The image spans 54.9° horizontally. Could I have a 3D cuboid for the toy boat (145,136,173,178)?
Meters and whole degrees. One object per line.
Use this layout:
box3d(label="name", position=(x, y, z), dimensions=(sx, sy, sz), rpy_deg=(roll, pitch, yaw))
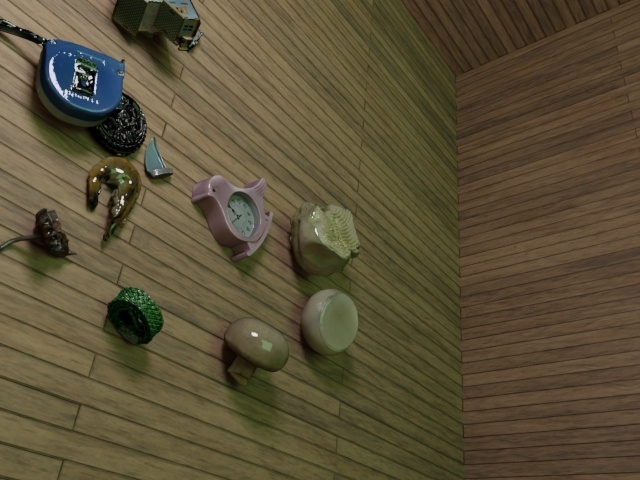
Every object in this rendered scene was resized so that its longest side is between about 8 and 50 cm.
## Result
box3d(label="toy boat", position=(-0.486, -0.242, 1.801), dimensions=(0.096, 0.034, 0.122), rpy_deg=(-19, 83, -56))

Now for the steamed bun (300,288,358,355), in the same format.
box3d(label="steamed bun", position=(0.018, 0.287, 2.172), dimensions=(0.231, 0.145, 0.232), rpy_deg=(5, 84, -46))

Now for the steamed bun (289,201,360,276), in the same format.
box3d(label="steamed bun", position=(0.000, 0.000, 2.229), dimensions=(0.320, 0.206, 0.275), rpy_deg=(1, 60, -54))

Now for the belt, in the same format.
box3d(label="belt", position=(-0.460, 0.188, 1.558), dimensions=(0.152, 0.121, 0.079), rpy_deg=(65, 31, -20))

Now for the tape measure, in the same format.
box3d(label="tape measure", position=(-0.661, -0.418, 1.528), dimensions=(0.351, 0.097, 0.216), rpy_deg=(14, 63, -37))

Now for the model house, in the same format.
box3d(label="model house", position=(-0.510, -0.693, 1.835), dimensions=(0.206, 0.178, 0.271), rpy_deg=(-10, 68, -41))

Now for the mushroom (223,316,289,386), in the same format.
box3d(label="mushroom", position=(-0.202, 0.334, 1.830), dimensions=(0.204, 0.204, 0.204), rpy_deg=(28, 54, -46))

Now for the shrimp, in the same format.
box3d(label="shrimp", position=(-0.552, -0.126, 1.624), dimensions=(0.145, 0.059, 0.254), rpy_deg=(44, 43, -31))

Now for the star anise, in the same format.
box3d(label="star anise", position=(-0.686, 0.033, 1.399), dimensions=(0.227, 0.218, 0.148), rpy_deg=(-21, 131, -18))

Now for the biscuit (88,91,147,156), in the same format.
box3d(label="biscuit", position=(-0.562, -0.328, 1.703), dimensions=(0.194, 0.053, 0.195), rpy_deg=(26, 55, -46))

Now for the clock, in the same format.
box3d(label="clock", position=(-0.269, -0.121, 2.006), dimensions=(0.275, 0.080, 0.290), rpy_deg=(55, 37, -24))

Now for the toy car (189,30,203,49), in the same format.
box3d(label="toy car", position=(-0.421, -0.675, 2.069), dimensions=(0.025, 0.041, 0.093), rpy_deg=(41, 44, -27))
